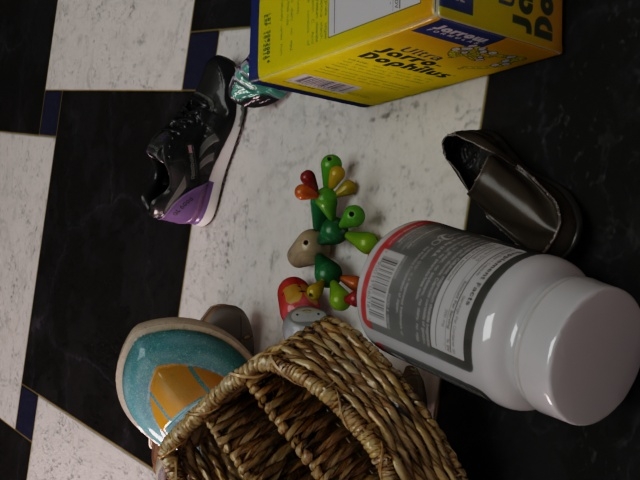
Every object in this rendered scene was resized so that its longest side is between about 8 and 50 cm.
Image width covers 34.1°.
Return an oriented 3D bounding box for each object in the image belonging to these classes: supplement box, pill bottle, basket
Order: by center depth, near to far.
[{"bbox_3d":[0.181,0.081,1.084,0.283,0.161,0.161,20,100,53],"label":"pill bottle"},{"bbox_3d":[0.000,0.261,1.145,0.299,0.223,0.213,53,146,16],"label":"basket"},{"bbox_3d":[0.091,-0.294,1.240,0.356,0.195,0.194,-6,80,54],"label":"supplement box"}]

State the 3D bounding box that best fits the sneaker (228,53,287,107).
[{"bbox_3d":[-0.056,-0.289,1.558,0.224,0.083,0.098,-39,34,38],"label":"sneaker"}]

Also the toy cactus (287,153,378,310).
[{"bbox_3d":[0.000,0.000,1.408,0.180,0.112,0.219,-35,65,57],"label":"toy cactus"}]

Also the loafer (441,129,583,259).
[{"bbox_3d":[0.199,-0.051,1.149,0.220,0.078,0.080,50,124,45],"label":"loafer"}]

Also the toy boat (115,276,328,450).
[{"bbox_3d":[-0.123,0.179,1.438,0.318,0.267,0.148,-40,28,8],"label":"toy boat"}]

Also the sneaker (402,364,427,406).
[{"bbox_3d":[0.067,0.215,1.314,0.188,0.066,0.071,-29,45,42],"label":"sneaker"}]

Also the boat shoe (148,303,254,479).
[{"bbox_3d":[-0.199,0.235,1.611,0.116,0.123,0.324,42,116,50],"label":"boat shoe"}]

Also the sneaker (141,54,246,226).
[{"bbox_3d":[-0.209,-0.163,1.683,0.107,0.124,0.283,24,103,52],"label":"sneaker"}]
